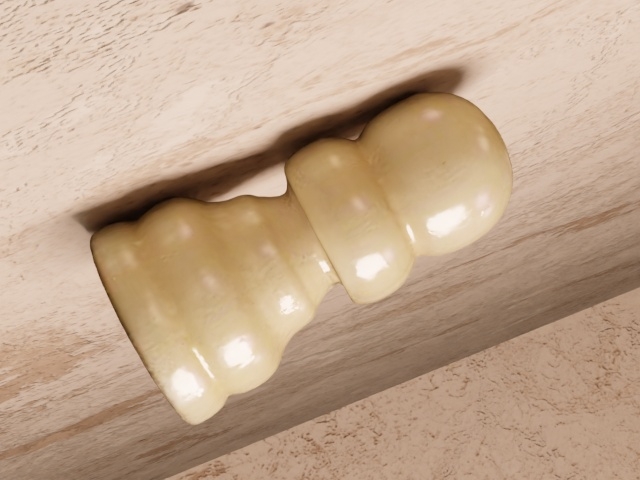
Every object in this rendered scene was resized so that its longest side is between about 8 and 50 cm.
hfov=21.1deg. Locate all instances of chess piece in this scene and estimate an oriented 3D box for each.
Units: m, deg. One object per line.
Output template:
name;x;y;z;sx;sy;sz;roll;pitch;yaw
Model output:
chess piece;0.000;0.000;1.246;0.300;0.167;0.167;-27;169;0
